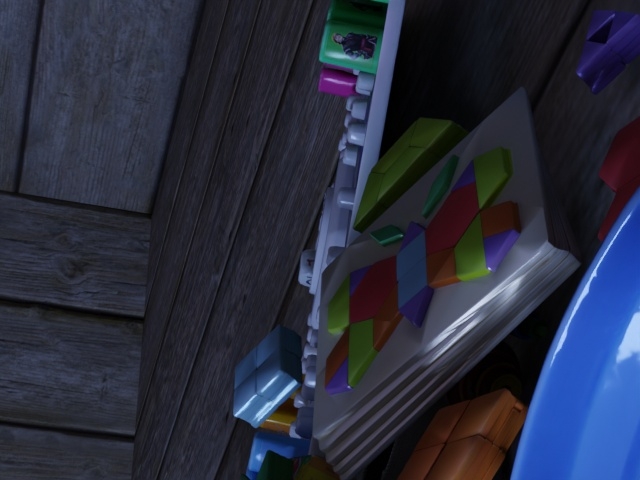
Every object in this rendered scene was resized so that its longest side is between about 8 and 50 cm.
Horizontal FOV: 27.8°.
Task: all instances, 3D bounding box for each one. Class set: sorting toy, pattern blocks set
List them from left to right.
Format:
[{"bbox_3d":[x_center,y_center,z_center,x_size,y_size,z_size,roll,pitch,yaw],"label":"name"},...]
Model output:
[{"bbox_3d":[0.056,0.018,0.654,0.325,0.026,0.285,-50,22,16],"label":"pattern blocks set"},{"bbox_3d":[0.092,0.052,0.702,0.042,0.061,0.102,21,129,65],"label":"sorting toy"}]

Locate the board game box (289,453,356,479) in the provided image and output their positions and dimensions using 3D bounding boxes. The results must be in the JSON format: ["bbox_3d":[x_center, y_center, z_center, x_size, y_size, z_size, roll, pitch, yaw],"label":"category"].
[{"bbox_3d":[-0.058,0.242,0.719,0.124,0.039,0.259,125,171,-77],"label":"board game box"}]

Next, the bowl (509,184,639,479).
[{"bbox_3d":[0.148,0.141,0.347,0.391,0.077,0.391,-171,90,-77],"label":"bowl"}]

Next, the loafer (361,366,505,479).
[{"bbox_3d":[0.055,0.077,0.779,0.094,0.087,0.251,113,161,-48],"label":"loafer"}]

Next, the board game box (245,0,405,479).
[{"bbox_3d":[0.000,0.000,0.996,0.390,0.050,0.390,-89,9,-87],"label":"board game box"}]
